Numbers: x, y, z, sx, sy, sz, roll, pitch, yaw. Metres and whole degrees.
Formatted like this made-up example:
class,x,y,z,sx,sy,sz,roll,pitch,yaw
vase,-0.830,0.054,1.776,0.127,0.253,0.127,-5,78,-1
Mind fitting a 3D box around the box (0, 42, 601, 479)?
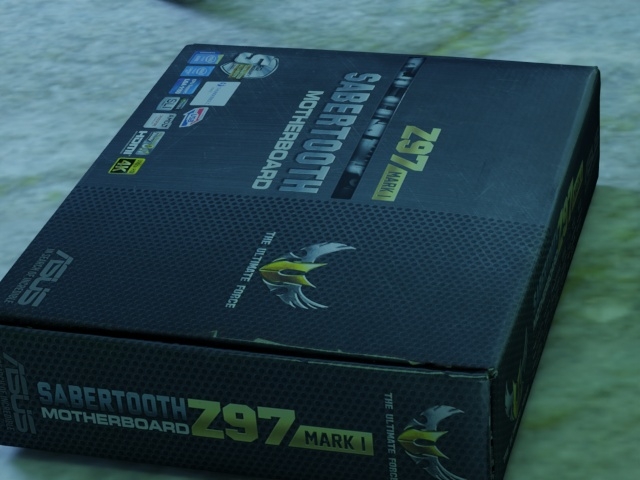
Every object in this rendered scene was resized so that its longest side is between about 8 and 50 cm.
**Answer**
class,x,y,z,sx,sy,sz,roll,pitch,yaw
box,0.000,0.000,0.728,0.183,0.059,0.232,6,33,15
